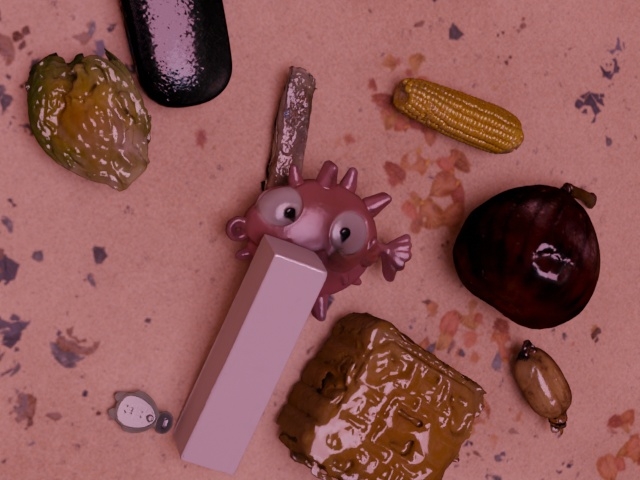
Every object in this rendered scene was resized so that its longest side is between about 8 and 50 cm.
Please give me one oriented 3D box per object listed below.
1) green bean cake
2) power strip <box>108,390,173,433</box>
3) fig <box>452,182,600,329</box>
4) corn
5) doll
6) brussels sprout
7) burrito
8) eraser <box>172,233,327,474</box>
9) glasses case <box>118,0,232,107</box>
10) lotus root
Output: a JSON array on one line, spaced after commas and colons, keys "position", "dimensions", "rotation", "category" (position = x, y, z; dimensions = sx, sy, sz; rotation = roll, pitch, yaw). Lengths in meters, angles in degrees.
[{"position": [0.085, 0.238, 1.671], "dimensions": [0.229, 0.131, 0.224], "rotation": [33, 82, -20], "category": "green bean cake"}, {"position": [-0.230, 0.223, 1.600], "dimensions": [0.083, 0.035, 0.055], "rotation": [22, 85, -9], "category": "power strip"}, {"position": [0.307, -0.011, 1.727], "dimensions": [0.203, 0.186, 0.250], "rotation": [29, 74, -3], "category": "fig"}, {"position": [0.195, -0.172, 1.725], "dimensions": [0.206, 0.067, 0.067], "rotation": [18, 87, -23], "category": "corn"}, {"position": [0.000, 0.000, 1.638], "dimensions": [0.261, 0.093, 0.211], "rotation": [17, 99, -23], "category": "doll"}, {"position": [-0.280, -0.149, 1.519], "dimensions": [0.139, 0.100, 0.181], "rotation": [-33, 106, -7], "category": "brussels sprout"}, {"position": [-0.039, -0.143, 1.645], "dimensions": [0.051, 0.042, 0.171], "rotation": [8, 92, -33], "category": "burrito"}, {"position": [-0.092, 0.146, 1.575], "dimensions": [0.078, 0.076, 0.298], "rotation": [20, 104, -20], "category": "eraser"}, {"position": [-0.192, -0.325, 1.547], "dimensions": [0.122, 0.082, 0.321], "rotation": [-14, 97, -22], "category": "glasses case"}, {"position": [0.324, 0.213, 1.805], "dimensions": [0.072, 0.063, 0.152], "rotation": [-30, 98, -45], "category": "lotus root"}]
